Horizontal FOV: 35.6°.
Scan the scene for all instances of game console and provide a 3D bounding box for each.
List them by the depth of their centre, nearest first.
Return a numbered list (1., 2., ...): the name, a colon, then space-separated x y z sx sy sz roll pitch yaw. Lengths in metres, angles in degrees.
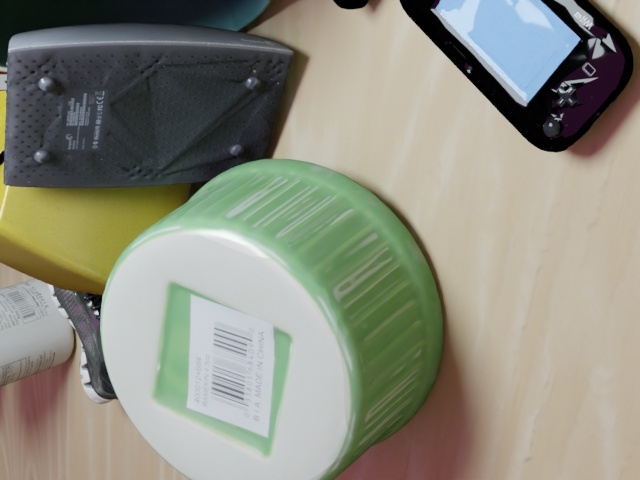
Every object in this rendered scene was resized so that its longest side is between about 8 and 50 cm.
1. game console: 0.101 -0.231 0.767 0.361 0.044 0.213 50 135 19

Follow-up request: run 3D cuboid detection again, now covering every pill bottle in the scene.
1. pill bottle: -0.468 0.143 1.361 0.131 0.229 0.131 19 117 41

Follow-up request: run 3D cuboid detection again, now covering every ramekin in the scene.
1. ramekin: -0.054 0.088 0.913 0.303 0.148 0.303 10 113 26

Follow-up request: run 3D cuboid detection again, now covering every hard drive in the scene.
1. hard drive: -0.165 -0.127 0.932 0.172 0.255 0.054 109 148 -42

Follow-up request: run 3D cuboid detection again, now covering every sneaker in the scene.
1. sneaker: -0.273 0.100 1.261 0.106 0.078 0.234 -2 107 44

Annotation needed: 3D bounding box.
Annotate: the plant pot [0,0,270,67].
1. plant pot: -0.207 -0.310 0.889 0.293 0.293 0.235 -17 82 48

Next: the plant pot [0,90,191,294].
1. plant pot: -0.279 -0.061 1.062 0.212 0.187 0.212 4 79 46

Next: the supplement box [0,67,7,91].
1. supplement box: -0.446 -0.142 1.256 0.191 0.194 0.129 -36 78 47
